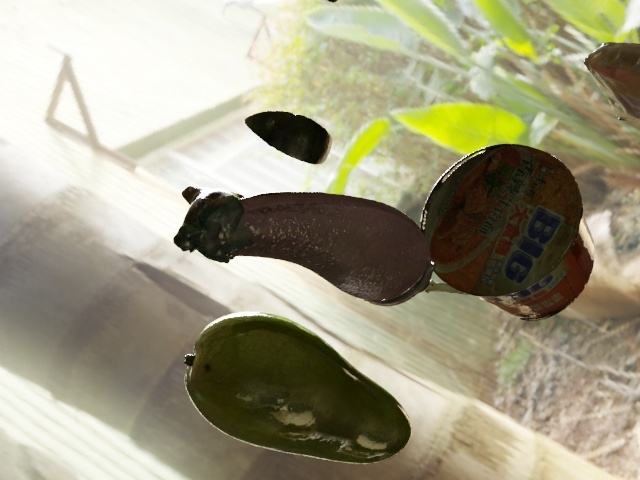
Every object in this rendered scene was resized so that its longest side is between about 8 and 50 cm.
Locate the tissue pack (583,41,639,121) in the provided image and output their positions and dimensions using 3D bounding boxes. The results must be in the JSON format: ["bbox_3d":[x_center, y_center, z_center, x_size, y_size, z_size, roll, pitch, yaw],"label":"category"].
[{"bbox_3d":[0.744,-0.350,2.008,0.123,0.215,0.257,-51,33,-8],"label":"tissue pack"}]

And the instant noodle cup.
[{"bbox_3d":[0.351,0.002,1.607,0.214,0.296,0.296,38,-102,-50],"label":"instant noodle cup"}]

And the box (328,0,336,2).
[{"bbox_3d":[0.007,-0.602,1.644,0.252,0.188,0.153,111,-174,-48],"label":"box"}]

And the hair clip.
[{"bbox_3d":[0.001,-0.002,1.037,0.096,0.359,0.110,-1,76,59],"label":"hair clip"}]

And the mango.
[{"bbox_3d":[-0.024,0.180,1.050,0.175,0.293,0.143,-22,46,51],"label":"mango"}]

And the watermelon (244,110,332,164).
[{"bbox_3d":[-0.038,-0.193,1.626,0.075,0.181,0.092,-58,34,16],"label":"watermelon"}]

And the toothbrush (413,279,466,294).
[{"bbox_3d":[0.217,0.086,1.697,0.294,0.028,0.026,14,-57,-49],"label":"toothbrush"}]
